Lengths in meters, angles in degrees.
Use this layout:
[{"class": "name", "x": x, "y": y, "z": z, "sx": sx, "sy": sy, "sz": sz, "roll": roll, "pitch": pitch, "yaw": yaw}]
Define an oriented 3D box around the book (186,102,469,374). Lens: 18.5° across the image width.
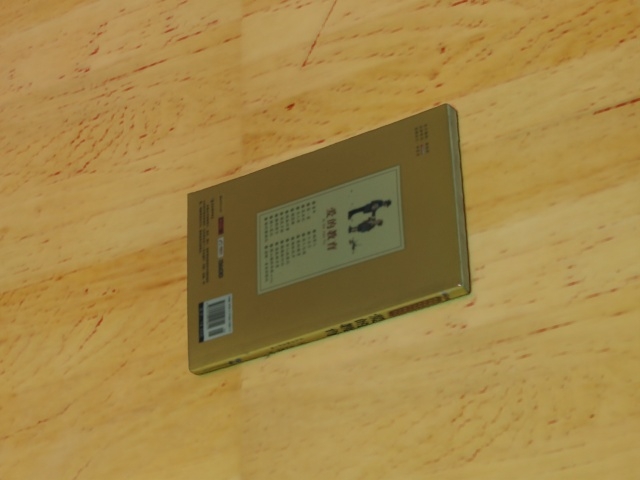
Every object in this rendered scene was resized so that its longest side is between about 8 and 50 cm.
[{"class": "book", "x": 0.000, "y": 0.000, "z": 1.077, "sx": 0.172, "sy": 0.012, "sz": 0.118, "roll": -18, "pitch": 57, "yaw": 25}]
